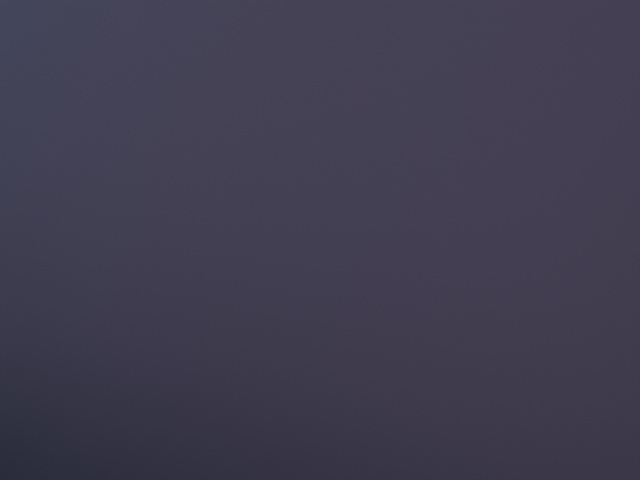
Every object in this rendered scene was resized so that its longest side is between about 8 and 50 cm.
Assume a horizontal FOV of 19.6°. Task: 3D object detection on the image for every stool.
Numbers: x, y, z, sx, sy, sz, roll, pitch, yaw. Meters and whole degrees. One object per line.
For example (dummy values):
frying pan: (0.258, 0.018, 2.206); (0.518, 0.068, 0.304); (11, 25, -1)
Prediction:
stool: (0.000, 0.000, 0.619); (0.297, 0.330, 0.297); (1, 99, 4)
